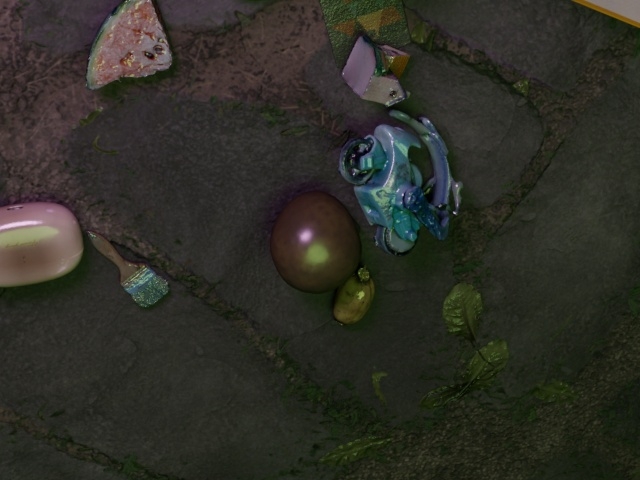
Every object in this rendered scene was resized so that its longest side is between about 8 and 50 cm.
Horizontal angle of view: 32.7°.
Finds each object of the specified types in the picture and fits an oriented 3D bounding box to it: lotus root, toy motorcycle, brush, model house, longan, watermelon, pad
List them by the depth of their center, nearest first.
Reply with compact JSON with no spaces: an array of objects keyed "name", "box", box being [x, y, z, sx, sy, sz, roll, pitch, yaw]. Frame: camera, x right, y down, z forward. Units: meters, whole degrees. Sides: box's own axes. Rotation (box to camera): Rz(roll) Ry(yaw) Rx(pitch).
[{"name":"watermelon","box":[-0.301,-0.312,1.743,0.139,0.071,0.187,28,101,-36]},{"name":"pad","box":[0.069,-0.403,1.832,0.143,0.003,0.211,-20,124,-4]},{"name":"model house","box":[0.108,-0.284,1.854,0.100,0.100,0.087,12,119,-28]},{"name":"toy motorcycle","box":[0.147,-0.107,1.960,0.206,0.154,0.260,-40,122,-19]},{"name":"brush","box":[-0.354,0.045,1.964,0.070,0.021,0.196,-38,123,6]},{"name":"longan","box":[0.000,0.000,1.969,0.204,0.159,0.184,-24,113,-47]},{"name":"lotus root","box":[0.067,0.108,2.104,0.072,0.063,0.152,12,120,-12]}]

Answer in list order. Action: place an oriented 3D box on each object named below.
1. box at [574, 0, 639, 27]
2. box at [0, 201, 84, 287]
[{"name":"box","box":[0.503,-0.519,1.768,0.260,0.214,0.283,15,114,-21]},{"name":"box","box":[-0.506,0.007,1.855,0.200,0.088,0.146,-9,121,-11]}]
